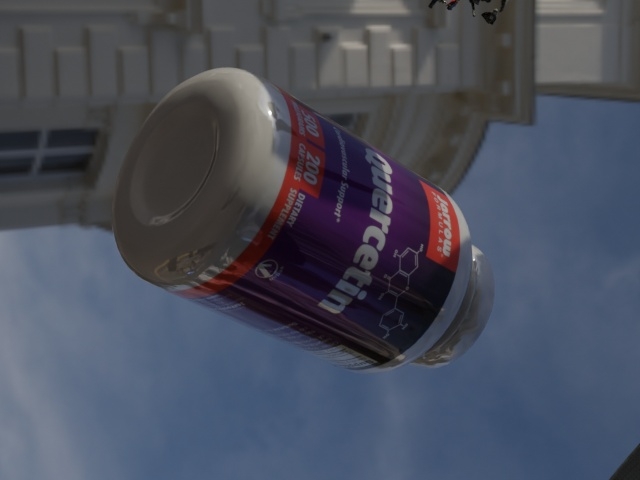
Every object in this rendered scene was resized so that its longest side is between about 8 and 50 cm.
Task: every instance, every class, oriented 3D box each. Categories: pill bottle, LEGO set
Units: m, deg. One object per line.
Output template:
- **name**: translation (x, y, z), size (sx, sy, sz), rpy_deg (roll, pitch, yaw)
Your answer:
- **pill bottle**: translation (0.000, 0.000, 1.060), size (0.181, 0.323, 0.181), rpy_deg (-25, -127, 37)
- **LEGO set**: translation (0.083, -0.146, 0.713), size (0.054, 0.083, 0.023), rpy_deg (46, -55, 5)

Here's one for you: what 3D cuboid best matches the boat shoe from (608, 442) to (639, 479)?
- **boat shoe**: translation (0.222, 0.188, 0.838), size (0.076, 0.083, 0.226), rpy_deg (33, -48, -3)
